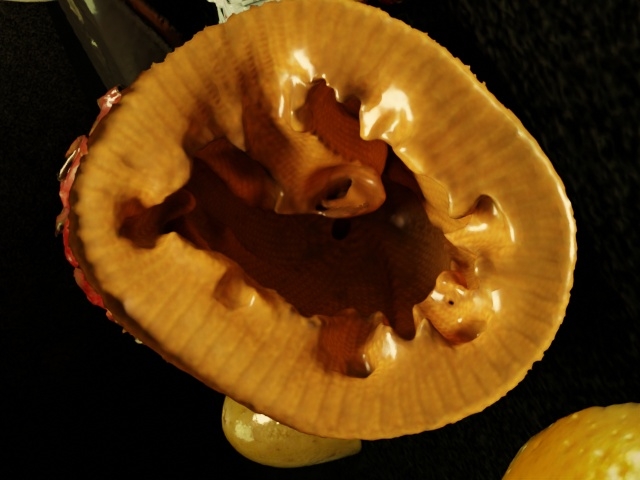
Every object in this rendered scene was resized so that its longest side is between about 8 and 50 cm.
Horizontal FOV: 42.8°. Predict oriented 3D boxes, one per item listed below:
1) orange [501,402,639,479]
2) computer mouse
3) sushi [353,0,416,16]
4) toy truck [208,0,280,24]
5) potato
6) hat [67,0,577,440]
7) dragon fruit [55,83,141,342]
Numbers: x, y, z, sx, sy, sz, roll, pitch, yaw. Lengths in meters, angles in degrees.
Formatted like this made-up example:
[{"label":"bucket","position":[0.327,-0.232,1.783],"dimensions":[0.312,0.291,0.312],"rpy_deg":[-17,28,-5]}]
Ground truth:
[{"label":"orange","position":[0.182,0.232,0.347],"dimensions":[0.334,0.196,0.262],"rpy_deg":[67,152,17]},{"label":"computer mouse","position":[-0.210,-0.235,0.954],"dimensions":[0.183,0.116,0.323],"rpy_deg":[50,166,34]},{"label":"sushi","position":[0.033,-0.144,0.441],"dimensions":[0.046,0.044,0.083],"rpy_deg":[68,166,-9]},{"label":"toy truck","position":[-0.040,-0.141,0.625],"dimensions":[0.177,0.080,0.115],"rpy_deg":[89,161,-59]},{"label":"potato","position":[-0.059,0.236,1.131],"dimensions":[0.178,0.158,0.203],"rpy_deg":[85,158,-49]},{"label":"hat","position":[0.000,0.000,0.520],"dimensions":[0.233,0.244,0.233],"rpy_deg":[85,166,-84]},{"label":"dragon fruit","position":[-0.141,-0.031,0.824],"dimensions":[0.298,0.244,0.244],"rpy_deg":[65,165,11]}]
